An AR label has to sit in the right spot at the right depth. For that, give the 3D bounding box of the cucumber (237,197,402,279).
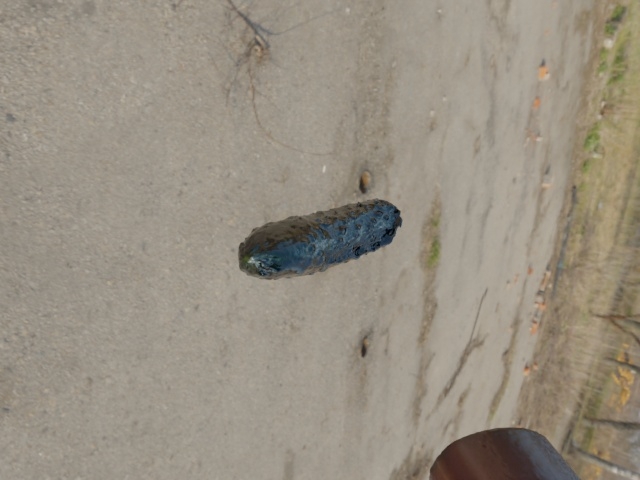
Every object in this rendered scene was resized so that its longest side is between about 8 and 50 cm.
[{"bbox_3d":[0.000,0.000,0.642,0.303,0.081,0.072,-16,79,-54],"label":"cucumber"}]

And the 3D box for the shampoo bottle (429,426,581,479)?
[{"bbox_3d":[0.158,0.213,0.267,0.102,0.260,0.064,9,114,-25],"label":"shampoo bottle"}]
